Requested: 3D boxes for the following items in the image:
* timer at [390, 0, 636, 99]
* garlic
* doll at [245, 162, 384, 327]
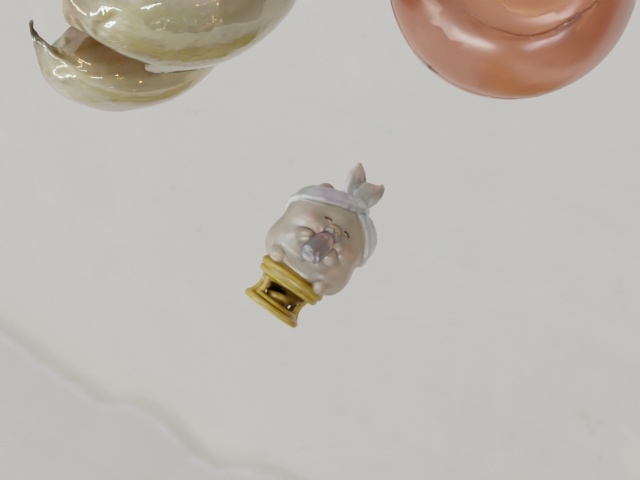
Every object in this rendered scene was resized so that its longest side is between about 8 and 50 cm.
[{"bbox_3d":[0.174,-0.243,1.287,0.229,0.229,0.215,48,-178,-5],"label":"timer"},{"bbox_3d":[-0.150,-0.247,1.336,0.286,0.313,0.249,-14,130,24],"label":"garlic"},{"bbox_3d":[0.000,0.000,1.015,0.073,0.127,0.084,36,179,1],"label":"doll"}]
